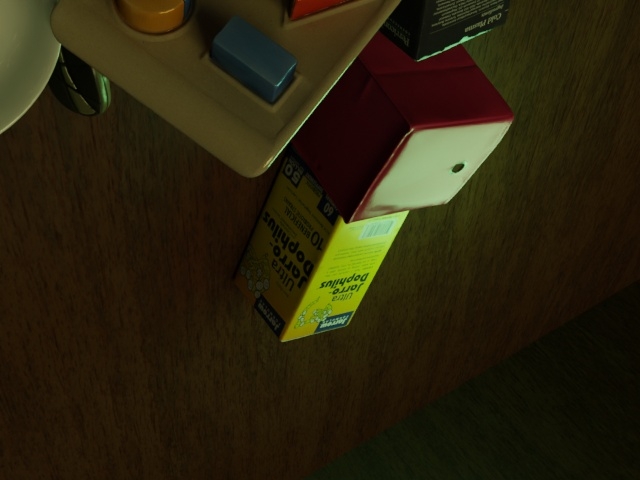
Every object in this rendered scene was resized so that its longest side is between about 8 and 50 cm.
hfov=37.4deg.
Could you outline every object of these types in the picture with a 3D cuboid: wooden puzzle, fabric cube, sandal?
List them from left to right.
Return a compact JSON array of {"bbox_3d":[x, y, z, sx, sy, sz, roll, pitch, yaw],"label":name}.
[{"bbox_3d":[-0.327,-0.306,1.280,0.086,0.120,0.303,-53,162,-39],"label":"sandal"},{"bbox_3d":[-0.102,-0.301,1.148,0.348,0.322,0.080,-53,178,-14],"label":"wooden puzzle"},{"bbox_3d":[0.132,-0.216,1.688,0.258,0.259,0.254,-12,149,-39],"label":"fabric cube"}]

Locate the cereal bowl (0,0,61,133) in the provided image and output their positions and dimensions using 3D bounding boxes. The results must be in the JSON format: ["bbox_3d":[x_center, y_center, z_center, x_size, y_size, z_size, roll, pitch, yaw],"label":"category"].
[{"bbox_3d":[-0.489,-0.258,1.110,0.339,0.141,0.339,-28,145,-21],"label":"cereal bowl"}]

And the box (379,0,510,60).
[{"bbox_3d":[0.109,-0.480,1.286,0.179,0.343,0.312,-27,145,-24],"label":"box"}]

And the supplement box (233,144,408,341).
[{"bbox_3d":[0.000,0.000,1.901,0.195,0.194,0.356,-9,136,-41],"label":"supplement box"}]
